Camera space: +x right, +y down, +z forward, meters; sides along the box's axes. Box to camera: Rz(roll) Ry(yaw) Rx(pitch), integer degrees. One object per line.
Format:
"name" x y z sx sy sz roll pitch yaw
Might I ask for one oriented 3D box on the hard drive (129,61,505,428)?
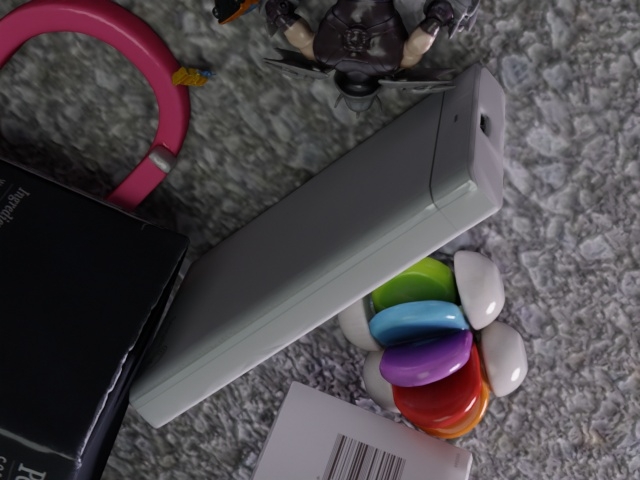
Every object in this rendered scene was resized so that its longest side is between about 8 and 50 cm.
"hard drive" 0.000 0.000 0.928 0.353 0.233 0.047 -35 109 25

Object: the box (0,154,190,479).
"box" -0.435 0.146 1.025 0.472 0.297 0.480 22 130 -4

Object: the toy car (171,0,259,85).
"toy car" -0.092 -0.193 0.959 0.040 0.060 0.122 2 143 -42

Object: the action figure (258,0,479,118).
"action figure" 0.039 -0.226 0.880 0.185 0.099 0.285 2 123 2

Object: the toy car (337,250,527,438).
"toy car" 0.103 0.105 1.023 0.159 0.136 0.182 -13 115 18

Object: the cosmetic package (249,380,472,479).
"cosmetic package" -0.003 0.328 1.107 0.197 0.155 0.365 21 135 3

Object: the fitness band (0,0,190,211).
"fitness band" -0.256 -0.099 1.028 0.209 0.054 0.291 44 116 -13
